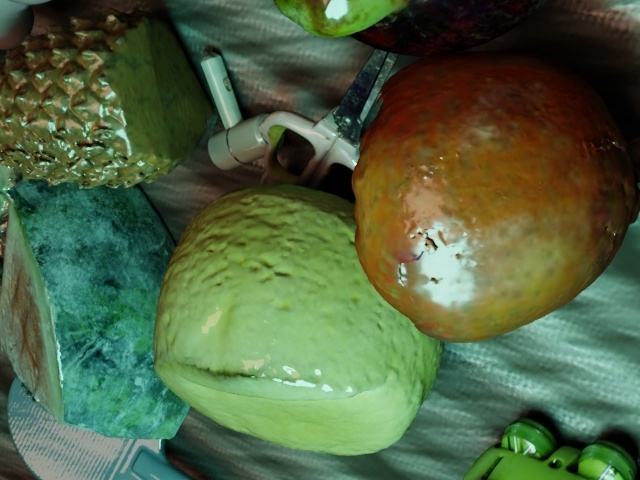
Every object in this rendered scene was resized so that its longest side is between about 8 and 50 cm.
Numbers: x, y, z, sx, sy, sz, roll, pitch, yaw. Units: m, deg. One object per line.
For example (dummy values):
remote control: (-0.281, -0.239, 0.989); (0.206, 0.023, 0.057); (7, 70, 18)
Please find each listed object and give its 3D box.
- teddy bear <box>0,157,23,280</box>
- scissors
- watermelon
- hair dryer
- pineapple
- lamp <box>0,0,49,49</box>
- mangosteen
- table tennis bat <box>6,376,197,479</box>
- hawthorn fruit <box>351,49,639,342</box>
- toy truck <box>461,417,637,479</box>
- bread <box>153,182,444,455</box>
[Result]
teddy bear: (-0.556, -0.109, 1.568); (0.327, 0.375, 0.362); (-21, 84, 27)
scissors: (0.022, -0.111, 1.272); (0.160, 0.024, 0.317); (35, 146, 0)
watermelon: (-0.306, 0.089, 1.564); (0.258, 0.228, 0.387); (-12, 98, 48)
hair dryer: (-0.100, -0.155, 1.400); (0.082, 0.047, 0.137); (-19, 92, 38)
pineapple: (-0.323, -0.147, 1.417); (0.362, 0.202, 0.202); (-7, 107, 21)
lamp: (-0.344, -0.362, 1.347); (0.301, 0.247, 0.247); (-23, 59, 38)
mangosteen: (0.081, -0.288, 1.051); (0.288, 0.288, 0.288); (15, 119, 29)
table tennis bat: (-0.288, 0.267, 1.674); (0.329, 0.044, 0.215); (31, 96, 17)
hawthorn fruit: (0.180, -0.054, 1.127); (0.307, 0.276, 0.276); (-16, 102, 10)
toy truck: (0.238, 0.303, 1.316); (0.187, 0.148, 0.211); (26, 145, 26)
bread: (-0.026, 0.089, 1.325); (0.320, 0.237, 0.320); (22, 158, 9)
